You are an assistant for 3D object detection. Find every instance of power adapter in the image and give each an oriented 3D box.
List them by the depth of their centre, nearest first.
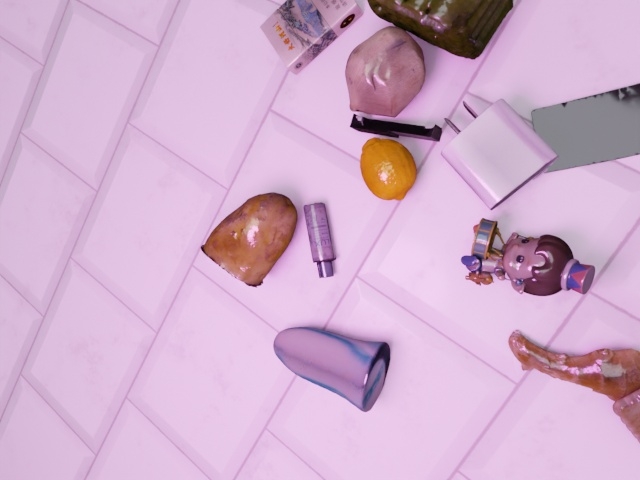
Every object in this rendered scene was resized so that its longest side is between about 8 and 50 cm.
[{"bbox_3d":[0.405,-0.226,1.041,0.187,0.124,0.255,-41,76,17],"label":"power adapter"}]

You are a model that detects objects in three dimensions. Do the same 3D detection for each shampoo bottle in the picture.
[{"bbox_3d":[0.000,0.000,1.239,0.072,0.072,0.214,-11,87,22],"label":"shampoo bottle"}]

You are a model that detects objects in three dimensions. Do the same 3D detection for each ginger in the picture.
[{"bbox_3d":[0.591,0.281,1.002,0.294,0.086,0.131,14,118,26],"label":"ginger"}]

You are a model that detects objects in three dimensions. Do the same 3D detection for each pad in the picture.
[{"bbox_3d":[0.648,-0.261,1.007,0.264,0.009,0.160,-10,90,22],"label":"pad"}]

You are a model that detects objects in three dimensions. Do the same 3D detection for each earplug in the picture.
[{"bbox_3d":[0.011,0.321,1.194,0.323,0.185,0.185,14,96,27],"label":"earplug"}]

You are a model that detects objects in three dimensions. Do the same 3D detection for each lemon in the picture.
[{"bbox_3d":[0.174,-0.190,1.128,0.142,0.142,0.187,-33,77,19],"label":"lemon"}]

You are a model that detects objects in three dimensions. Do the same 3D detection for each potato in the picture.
[{"bbox_3d":[-0.179,-0.025,1.235,0.229,0.229,0.266,41,102,16],"label":"potato"}]

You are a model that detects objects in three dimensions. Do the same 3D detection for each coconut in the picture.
[{"bbox_3d":[0.155,-0.415,1.096,0.224,0.224,0.224,0,91,22],"label":"coconut"}]

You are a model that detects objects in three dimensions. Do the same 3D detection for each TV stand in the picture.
[{"bbox_3d":[0.191,-0.293,1.124,0.256,0.049,0.040,22,99,40],"label":"TV stand"}]

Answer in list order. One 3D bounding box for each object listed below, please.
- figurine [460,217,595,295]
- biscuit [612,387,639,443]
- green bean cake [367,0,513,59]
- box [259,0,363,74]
[{"bbox_3d":[0.476,0.044,1.000,0.275,0.158,0.161,14,56,23],"label":"figurine"},{"bbox_3d":[0.811,0.334,0.905,0.325,0.044,0.217,-42,98,16],"label":"biscuit"},{"bbox_3d":[0.262,-0.572,0.995,0.335,0.319,0.218,42,108,20],"label":"green bean cake"},{"bbox_3d":[-0.029,-0.631,1.239,0.256,0.069,0.164,-36,78,18],"label":"box"}]
